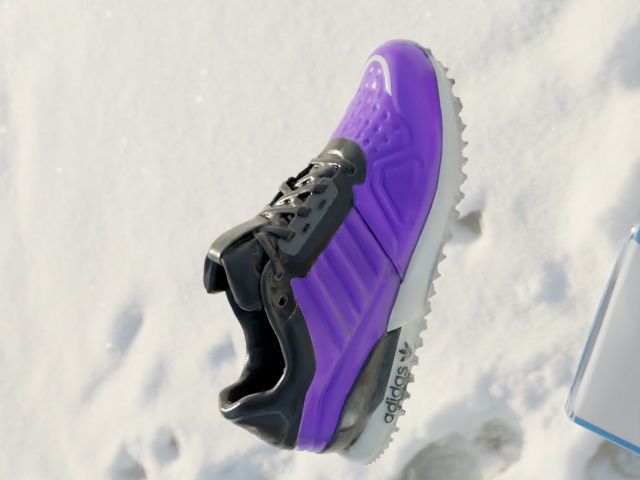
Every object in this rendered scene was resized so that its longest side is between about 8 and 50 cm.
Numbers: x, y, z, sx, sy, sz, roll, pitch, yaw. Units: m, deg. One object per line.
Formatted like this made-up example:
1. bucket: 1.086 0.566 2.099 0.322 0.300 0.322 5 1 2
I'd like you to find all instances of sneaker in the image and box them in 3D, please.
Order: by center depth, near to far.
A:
1. sneaker: 0.000 0.000 0.797 0.102 0.146 0.294 -170 91 -67

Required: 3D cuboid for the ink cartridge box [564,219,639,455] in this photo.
1. ink cartridge box: 0.192 0.024 0.421 0.139 0.190 0.082 25 122 24
